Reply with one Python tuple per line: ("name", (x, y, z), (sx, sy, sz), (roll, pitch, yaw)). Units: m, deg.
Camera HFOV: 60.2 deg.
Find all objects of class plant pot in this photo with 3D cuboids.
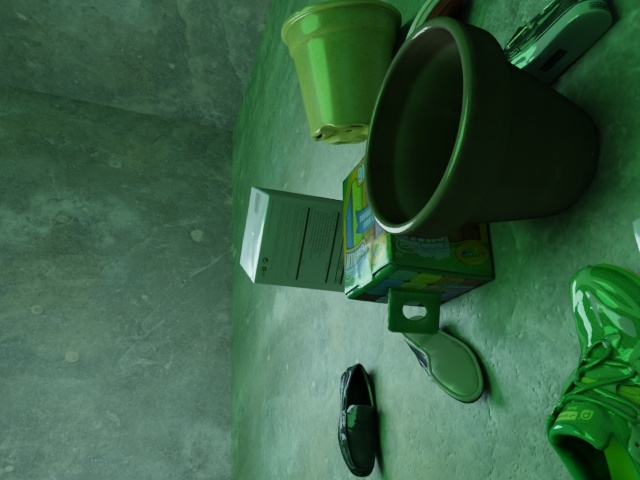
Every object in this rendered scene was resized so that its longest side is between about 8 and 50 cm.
("plant pot", (0.058, -0.359, 1.247), (0.276, 0.276, 0.254), (165, 100, -69))
("plant pot", (0.208, -0.121, 0.703), (0.263, 0.229, 0.263), (-172, 90, -70))

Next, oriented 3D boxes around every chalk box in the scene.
("chalk box", (0.150, 0.004, 0.900), (0.179, 0.180, 0.289), (133, 139, -59))

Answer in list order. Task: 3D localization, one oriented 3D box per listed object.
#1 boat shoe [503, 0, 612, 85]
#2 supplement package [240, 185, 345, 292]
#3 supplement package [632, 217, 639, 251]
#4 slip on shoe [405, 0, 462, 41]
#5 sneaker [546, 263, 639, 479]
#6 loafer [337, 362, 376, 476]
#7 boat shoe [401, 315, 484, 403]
("boat shoe", (0.295, -0.258, 0.759), (0.219, 0.077, 0.070), (-39, 46, 52))
("supplement package", (0.000, 0.000, 1.151), (0.177, 0.292, 0.175), (-149, 68, -69))
("supplement package", (0.365, 0.030, 0.321), (0.262, 0.145, 0.204), (129, 144, -57))
("slip on shoe", (0.199, -0.303, 1.025), (0.101, 0.123, 0.331), (24, 98, 25))
("sneaker", (0.285, 0.156, 0.528), (0.109, 0.123, 0.296), (133, 141, -60))
("loafer", (0.075, 0.357, 1.118), (0.078, 0.076, 0.223), (108, 164, -48))
("boat shoe", (0.200, 0.196, 0.888), (0.065, 0.075, 0.206), (59, 174, -30))
